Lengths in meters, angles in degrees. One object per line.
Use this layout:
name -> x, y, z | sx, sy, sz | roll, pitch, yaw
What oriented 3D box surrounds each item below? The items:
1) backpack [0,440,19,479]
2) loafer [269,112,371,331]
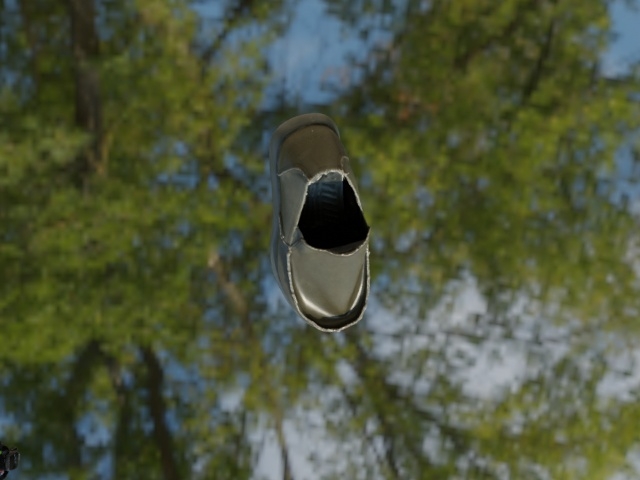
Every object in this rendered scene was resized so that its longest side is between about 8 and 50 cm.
backpack -> -0.321, 0.199, 1.326 | 0.117, 0.173, 0.158 | -1, -112, 25
loafer -> 0.000, 0.000, 1.723 | 0.094, 0.251, 0.087 | -18, -141, -8
